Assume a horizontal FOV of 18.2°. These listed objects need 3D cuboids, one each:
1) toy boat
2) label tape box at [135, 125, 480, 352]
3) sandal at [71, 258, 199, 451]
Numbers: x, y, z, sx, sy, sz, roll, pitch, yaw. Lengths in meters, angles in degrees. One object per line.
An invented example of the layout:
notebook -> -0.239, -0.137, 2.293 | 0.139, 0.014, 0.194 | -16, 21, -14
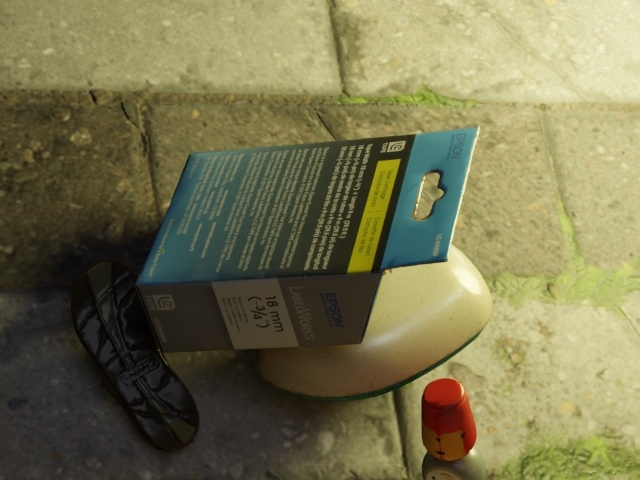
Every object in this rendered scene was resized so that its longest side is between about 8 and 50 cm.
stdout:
toy boat -> 0.081, 0.137, 2.133 | 0.267, 0.148, 0.318 | -21, 42, -12
label tape box -> 0.000, 0.000, 2.110 | 0.333, 0.106, 0.240 | -4, 37, 18
sandal -> -0.200, 0.126, 2.134 | 0.090, 0.060, 0.219 | -29, 85, -22
